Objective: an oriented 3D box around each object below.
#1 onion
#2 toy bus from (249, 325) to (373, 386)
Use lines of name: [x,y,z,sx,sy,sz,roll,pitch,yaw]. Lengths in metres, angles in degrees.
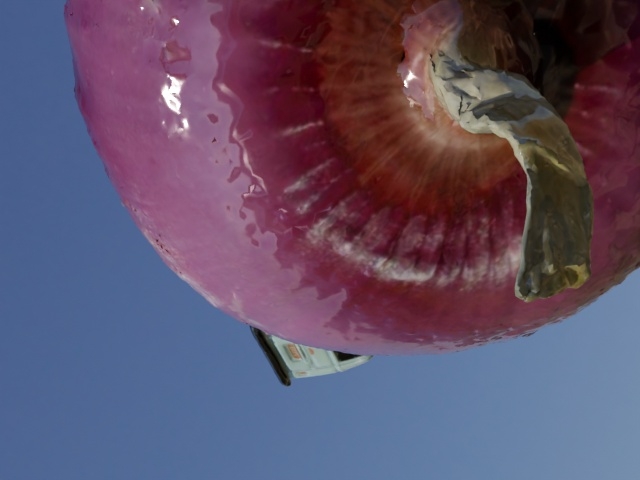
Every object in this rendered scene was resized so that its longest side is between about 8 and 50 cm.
onion: [0.060,-0.118,0.885,0.358,0.345,0.358,3,-96,-28]
toy bus: [0.000,0.000,1.234,0.087,0.089,0.194,65,-156,-50]
